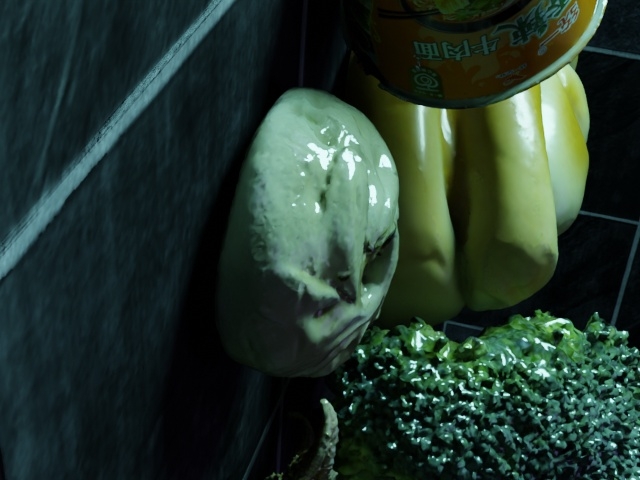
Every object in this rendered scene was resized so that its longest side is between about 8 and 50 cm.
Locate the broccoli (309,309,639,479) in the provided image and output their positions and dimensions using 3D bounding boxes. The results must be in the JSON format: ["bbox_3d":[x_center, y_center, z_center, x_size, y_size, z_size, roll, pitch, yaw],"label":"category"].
[{"bbox_3d":[0.104,0.187,1.118,0.353,0.397,0.274,51,49,-48],"label":"broccoli"}]

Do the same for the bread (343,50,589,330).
[{"bbox_3d":[0.147,-0.083,1.171,0.424,0.245,0.329,-71,168,-52],"label":"bread"}]

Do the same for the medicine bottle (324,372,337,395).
[{"bbox_3d":[0.035,0.141,1.283,0.091,0.058,0.058,102,4,-67],"label":"medicine bottle"}]

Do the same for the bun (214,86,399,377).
[{"bbox_3d":[0.000,0.000,0.829,0.237,0.116,0.210,-65,164,-48],"label":"bun"}]

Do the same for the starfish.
[{"bbox_3d":[-0.037,0.278,0.979,0.293,0.084,0.301,108,-3,-73],"label":"starfish"}]

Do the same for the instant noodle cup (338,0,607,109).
[{"bbox_3d":[0.106,-0.244,0.887,0.182,0.230,0.230,58,44,-63],"label":"instant noodle cup"}]
